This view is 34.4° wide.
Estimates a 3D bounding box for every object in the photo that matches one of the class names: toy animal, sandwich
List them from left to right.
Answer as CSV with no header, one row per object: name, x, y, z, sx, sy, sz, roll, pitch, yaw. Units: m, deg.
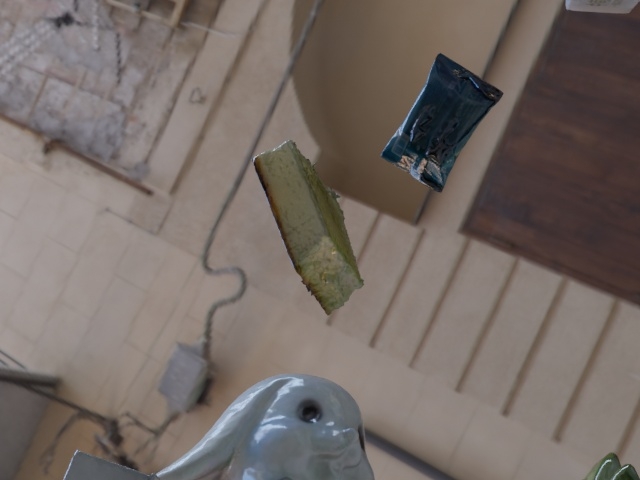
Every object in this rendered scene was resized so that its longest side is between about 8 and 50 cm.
toy animal,-0.048,0.292,1.089,0.289,0.174,0.249,-39,-67,-24
sandwich,0.000,0.000,1.096,0.058,0.162,0.193,-24,-20,8

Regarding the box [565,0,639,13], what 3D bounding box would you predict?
box,0.268,-0.336,0.926,0.155,0.067,0.242,-23,-62,-82

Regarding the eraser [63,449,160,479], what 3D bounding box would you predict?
eraser,-0.110,0.179,0.561,0.212,0.046,0.091,92,-163,-66

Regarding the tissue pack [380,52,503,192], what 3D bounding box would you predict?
tissue pack,0.130,-0.125,1.132,0.138,0.085,0.028,-61,-13,23

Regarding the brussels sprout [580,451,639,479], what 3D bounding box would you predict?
brussels sprout,0.358,0.326,0.695,0.425,0.342,0.360,16,-117,-27
